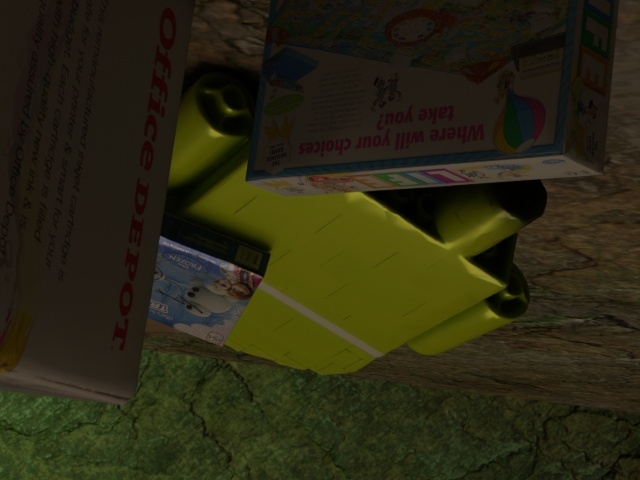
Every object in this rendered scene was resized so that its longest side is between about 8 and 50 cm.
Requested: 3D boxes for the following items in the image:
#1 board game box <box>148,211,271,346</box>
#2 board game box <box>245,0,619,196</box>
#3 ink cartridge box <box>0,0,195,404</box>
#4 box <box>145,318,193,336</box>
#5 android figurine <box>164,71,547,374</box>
[{"bbox_3d":[-0.086,0.021,0.821,0.090,0.020,0.090,21,144,-8],"label":"board game box"},{"bbox_3d":[0.039,-0.073,0.523,0.154,0.103,0.026,-2,166,43],"label":"board game box"},{"bbox_3d":[-0.200,-0.056,0.527,0.197,0.198,0.270,3,168,21],"label":"ink cartridge box"},{"bbox_3d":[-0.188,-0.021,0.914,0.148,0.121,0.311,1,167,27],"label":"box"},{"bbox_3d":[0.000,0.000,0.823,0.248,0.056,0.273,31,143,-19],"label":"android figurine"}]
